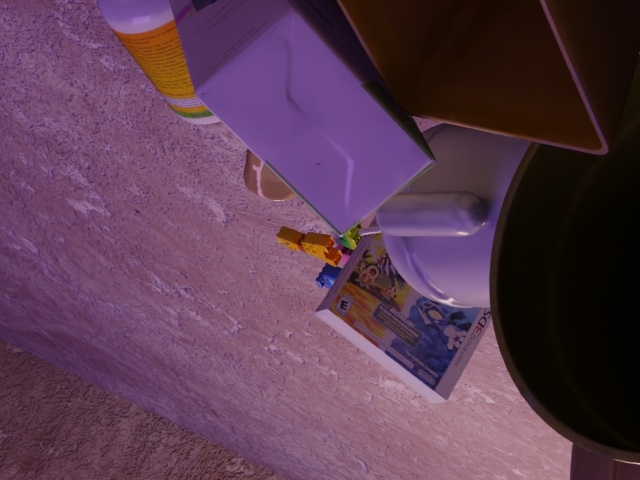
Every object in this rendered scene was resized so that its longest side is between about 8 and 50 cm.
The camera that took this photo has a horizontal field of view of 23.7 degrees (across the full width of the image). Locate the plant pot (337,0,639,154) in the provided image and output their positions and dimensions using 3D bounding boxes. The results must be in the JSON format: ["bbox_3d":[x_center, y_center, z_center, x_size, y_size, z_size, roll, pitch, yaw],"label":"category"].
[{"bbox_3d":[0.157,-0.222,1.245,0.212,0.187,0.212,16,153,37],"label":"plant pot"}]

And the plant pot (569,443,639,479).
[{"bbox_3d":[0.465,0.311,1.979,0.229,0.263,0.263,-1,146,25],"label":"plant pot"}]

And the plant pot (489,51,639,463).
[{"bbox_3d":[0.396,0.047,1.303,0.353,0.366,0.366,24,169,-41],"label":"plant pot"}]

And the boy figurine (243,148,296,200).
[{"bbox_3d":[0.010,-0.093,1.690,0.177,0.092,0.285,23,-165,20],"label":"boy figurine"}]

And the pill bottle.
[{"bbox_3d":[-0.163,-0.254,1.694,0.136,0.136,0.245,15,154,38],"label":"pill bottle"}]

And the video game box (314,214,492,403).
[{"bbox_3d":[0.122,0.077,1.964,0.205,0.187,0.048,38,155,-15],"label":"video game box"}]

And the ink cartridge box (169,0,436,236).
[{"bbox_3d":[-0.033,-0.180,1.455,0.207,0.119,0.353,44,-167,-28],"label":"ink cartridge box"}]

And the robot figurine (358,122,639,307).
[{"bbox_3d":[0.202,-0.032,1.567,0.300,0.199,0.353,1,176,-41],"label":"robot figurine"}]

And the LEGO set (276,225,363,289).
[{"bbox_3d":[0.000,0.000,2.106,0.093,0.087,0.227,21,155,27],"label":"LEGO set"}]
